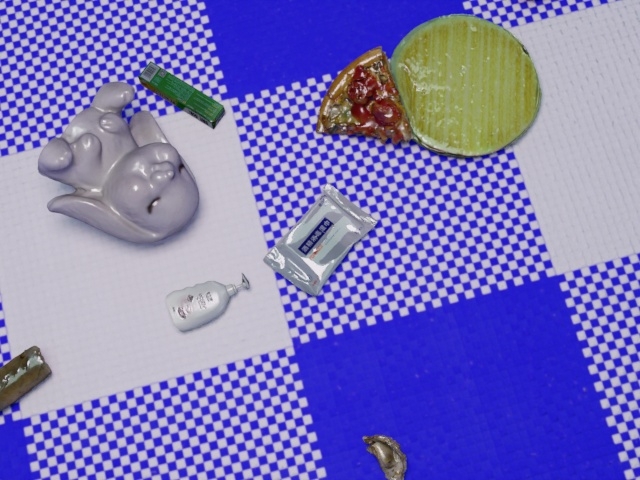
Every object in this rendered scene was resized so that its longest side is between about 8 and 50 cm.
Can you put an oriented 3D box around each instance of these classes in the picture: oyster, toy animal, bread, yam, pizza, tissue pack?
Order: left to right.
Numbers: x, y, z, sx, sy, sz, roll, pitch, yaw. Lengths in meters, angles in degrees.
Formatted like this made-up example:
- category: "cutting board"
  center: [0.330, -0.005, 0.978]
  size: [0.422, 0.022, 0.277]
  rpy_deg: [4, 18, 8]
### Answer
- category: "yam"
  center: [-0.612, 0.299, 1.505]
  size: [0.317, 0.067, 0.071]
  rpy_deg: [-36, 65, -9]
- category: "toy animal"
  center: [-0.340, -0.118, 1.558]
  size: [0.265, 0.206, 0.272]
  rpy_deg: [34, 58, -4]
- category: "tissue pack"
  center: [0.000, 0.000, 1.593]
  size: [0.122, 0.026, 0.193]
  rpy_deg: [38, 79, 10]
- category: "pizza"
  center: [0.100, -0.257, 1.612]
  size: [0.193, 0.053, 0.201]
  rpy_deg: [32, 92, 19]
- category: "oyster"
  center: [0.115, 0.377, 1.500]
  size: [0.080, 0.038, 0.083]
  rpy_deg: [1, 104, 26]
- category: "bread"
  center: [0.277, -0.298, 1.658]
  size: [0.301, 0.045, 0.302]
  rpy_deg: [0, 78, 0]

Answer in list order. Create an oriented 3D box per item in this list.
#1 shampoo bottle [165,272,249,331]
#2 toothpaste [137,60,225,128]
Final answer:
- category: "shampoo bottle"
  center: [-0.199, 0.107, 1.560]
  size: [0.151, 0.045, 0.077]
  rpy_deg: [-21, 76, -5]
- category: "toothpaste"
  center: [-0.269, -0.281, 1.666]
  size: [0.178, 0.037, 0.043]
  rpy_deg: [32, 75, 8]
